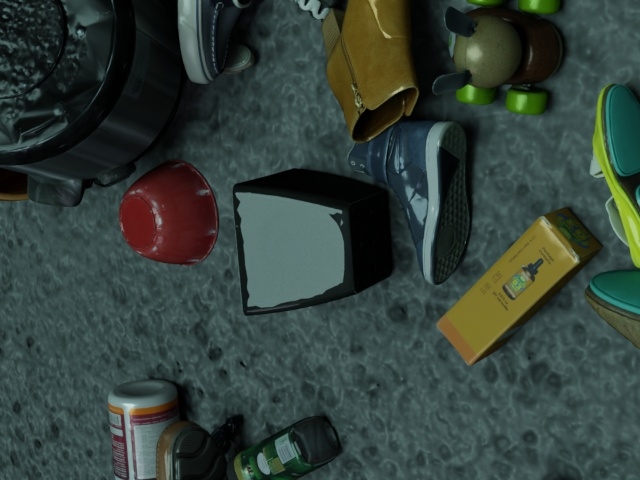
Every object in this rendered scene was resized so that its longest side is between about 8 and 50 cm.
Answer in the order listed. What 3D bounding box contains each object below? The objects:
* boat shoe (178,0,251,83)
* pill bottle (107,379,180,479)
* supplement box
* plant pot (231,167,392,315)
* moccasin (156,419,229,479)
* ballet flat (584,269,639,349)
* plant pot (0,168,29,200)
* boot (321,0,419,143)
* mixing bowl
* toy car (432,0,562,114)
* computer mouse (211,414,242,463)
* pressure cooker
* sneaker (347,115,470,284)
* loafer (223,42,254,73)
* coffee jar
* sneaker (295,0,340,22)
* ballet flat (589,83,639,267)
[{"bbox_3d":[-0.113,-0.383,1.695,0.158,0.127,0.340,7,118,8],"label":"boat shoe"},{"bbox_3d":[-0.301,0.362,2.048,0.121,0.121,0.221,7,105,40],"label":"pill bottle"},{"bbox_3d":[0.255,0.061,1.529,0.078,0.080,0.233,53,130,17],"label":"supplement box"},{"bbox_3d":[0.000,0.000,1.676,0.167,0.188,0.187,1,101,27],"label":"plant pot"},{"bbox_3d":[-0.215,0.458,1.973,0.147,0.139,0.380,22,136,40],"label":"moccasin"},{"bbox_3d":[0.468,0.108,1.351,0.342,0.116,0.124,2,117,36],"label":"ballet flat"},{"bbox_3d":[-0.565,-0.201,2.052,0.203,0.291,0.290,-10,94,57],"label":"plant pot"},{"bbox_3d":[0.096,-0.282,1.525,0.295,0.104,0.211,-56,42,45],"label":"boot"},{"bbox_3d":[-0.266,-0.038,1.938,0.181,0.098,0.181,10,106,39],"label":"mixing bowl"},{"bbox_3d":[0.192,-0.232,1.436,0.149,0.188,0.155,17,111,37],"label":"toy car"},{"bbox_3d":[-0.130,0.394,1.962,0.106,0.042,0.193,-41,74,38],"label":"computer mouse"},{"bbox_3d":[-0.403,-0.268,1.800,0.370,0.420,0.375,-40,83,6],"label":"pressure cooker"},{"bbox_3d":[0.118,-0.061,1.611,0.163,0.086,0.226,13,111,40],"label":"sneaker"},{"bbox_3d":[-0.147,-0.277,1.823,0.125,0.039,0.045,6,71,37],"label":"loafer"},{"bbox_3d":[-0.063,0.344,1.857,0.184,0.096,0.079,-34,75,41],"label":"coffee jar"},{"bbox_3d":[-0.051,-0.391,1.608,0.106,0.234,0.078,-53,34,17],"label":"sneaker"},{"bbox_3d":[0.364,-0.070,1.410,0.077,0.077,0.231,-23,87,58],"label":"ballet flat"}]
